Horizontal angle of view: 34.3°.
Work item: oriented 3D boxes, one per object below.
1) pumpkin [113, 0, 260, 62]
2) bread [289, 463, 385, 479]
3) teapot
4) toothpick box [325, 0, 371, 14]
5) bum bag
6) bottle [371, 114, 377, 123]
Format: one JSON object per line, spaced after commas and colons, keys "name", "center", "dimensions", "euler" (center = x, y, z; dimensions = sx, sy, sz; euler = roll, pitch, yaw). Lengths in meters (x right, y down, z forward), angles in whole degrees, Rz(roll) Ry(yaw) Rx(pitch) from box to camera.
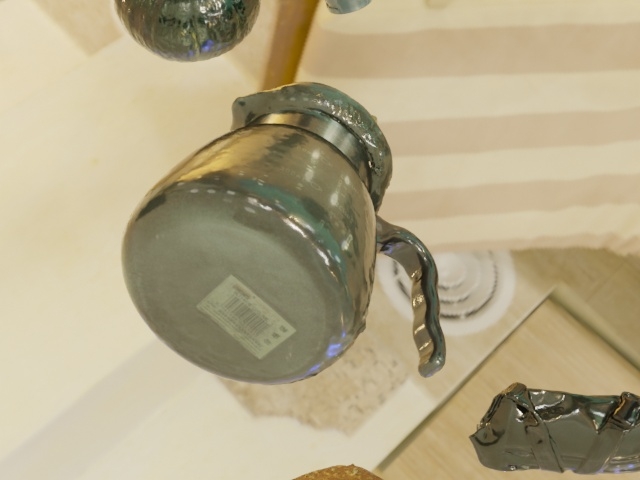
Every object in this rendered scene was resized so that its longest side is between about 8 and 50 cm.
{"name": "pumpkin", "center": [-0.188, -0.348, 1.476], "dimensions": [0.211, 0.211, 0.152], "euler": [30, 145, 36]}
{"name": "bread", "center": [0.038, 0.401, 1.426], "dimensions": [0.234, 0.184, 0.111], "euler": [18, 118, 51]}
{"name": "teapot", "center": [-0.001, -0.019, 0.986], "dimensions": [0.305, 0.285, 0.223], "euler": [17, 130, 6]}
{"name": "toothpick box", "center": [0.021, -0.285, 1.081], "dimensions": [0.052, 0.052, 0.083], "euler": [22, 140, 45]}
{"name": "bum bag", "center": [0.387, 0.286, 1.558], "dimensions": [0.080, 0.326, 0.142], "euler": [-84, -6, -70]}
{"name": "bottle", "center": [0.054, -0.227, 1.928], "dimensions": [0.101, 0.063, 0.047], "euler": [22, 180, 13]}
